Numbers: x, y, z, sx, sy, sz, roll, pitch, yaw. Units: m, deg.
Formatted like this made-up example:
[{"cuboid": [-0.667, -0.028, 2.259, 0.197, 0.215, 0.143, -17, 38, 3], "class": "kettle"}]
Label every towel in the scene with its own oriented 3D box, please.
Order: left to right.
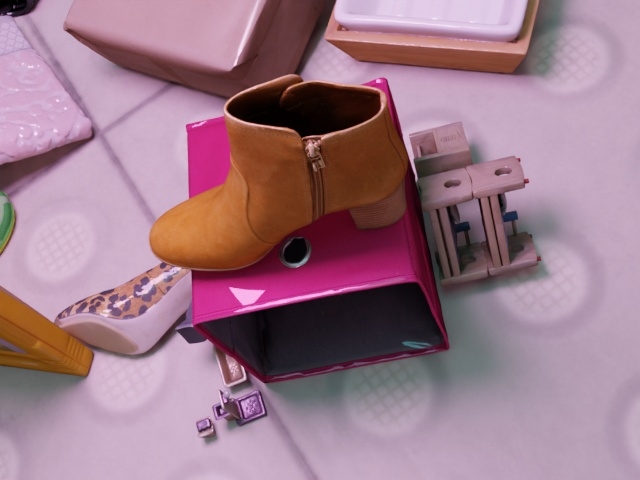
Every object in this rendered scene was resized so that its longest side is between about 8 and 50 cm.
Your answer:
[{"cuboid": [-0.579, -0.222, 1.324, 0.331, 0.053, 0.317, -23, 58, -27], "class": "towel"}]

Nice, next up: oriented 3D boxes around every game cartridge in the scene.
[{"cuboid": [-0.491, 0.097, 1.073, 0.285, 0.324, 0.053, 4, 64, 17], "class": "game cartridge"}]

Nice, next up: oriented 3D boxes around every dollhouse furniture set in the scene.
[{"cuboid": [-0.136, 0.179, 1.074, 0.091, 0.081, 0.114, -22, 62, 4], "class": "dollhouse furniture set"}, {"cuboid": [0.198, -0.058, 1.094, 0.128, 0.129, 0.184, -13, 33, 9], "class": "dollhouse furniture set"}]

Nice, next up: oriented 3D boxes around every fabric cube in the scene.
[{"cuboid": [0.000, 0.000, 1.022, 0.254, 0.259, 0.258, -11, 64, 11], "class": "fabric cube"}]

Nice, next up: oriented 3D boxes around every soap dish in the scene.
[{"cuboid": [0.176, -0.359, 1.224, 0.290, 0.118, 0.229, 9, 68, 19], "class": "soap dish"}]

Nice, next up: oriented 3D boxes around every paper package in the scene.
[{"cuboid": [-0.172, -0.394, 1.274, 0.324, 0.168, 0.310, 20, 86, 23], "class": "paper package"}]

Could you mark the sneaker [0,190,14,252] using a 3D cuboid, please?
[{"cuboid": [-0.578, 0.007, 1.220, 0.295, 0.123, 0.109, -35, 72, -33], "class": "sneaker"}]

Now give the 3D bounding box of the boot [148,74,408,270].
[{"cuboid": [-0.064, -0.066, 0.805, 0.295, 0.211, 0.104, -10, 61, 11], "class": "boot"}]

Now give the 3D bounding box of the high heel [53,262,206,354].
[{"cuboid": [-0.238, 0.062, 1.174, 0.261, 0.093, 0.186, -3, 46, 23], "class": "high heel"}]

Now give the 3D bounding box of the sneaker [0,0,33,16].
[{"cuboid": [-0.625, -0.477, 1.504, 0.295, 0.105, 0.147, 3, 61, 12], "class": "sneaker"}]
